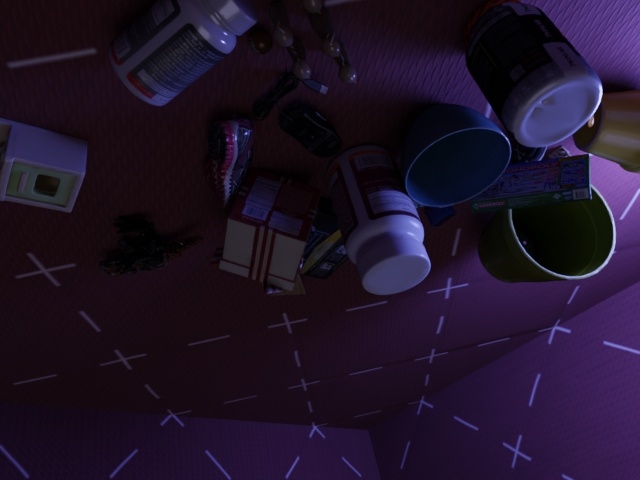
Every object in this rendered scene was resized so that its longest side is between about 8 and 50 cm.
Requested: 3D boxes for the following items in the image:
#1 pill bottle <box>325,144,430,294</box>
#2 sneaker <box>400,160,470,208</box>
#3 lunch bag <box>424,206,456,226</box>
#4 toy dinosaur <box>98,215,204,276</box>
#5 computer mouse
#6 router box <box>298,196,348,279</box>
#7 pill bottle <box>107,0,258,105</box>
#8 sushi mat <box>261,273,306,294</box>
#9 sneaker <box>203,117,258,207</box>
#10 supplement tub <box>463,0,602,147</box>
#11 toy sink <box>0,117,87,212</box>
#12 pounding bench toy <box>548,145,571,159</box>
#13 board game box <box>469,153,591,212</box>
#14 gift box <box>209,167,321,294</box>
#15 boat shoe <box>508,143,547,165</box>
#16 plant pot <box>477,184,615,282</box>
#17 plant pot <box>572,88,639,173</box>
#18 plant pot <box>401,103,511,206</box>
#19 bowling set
[{"bbox_3d":[0.160,-0.060,1.525,0.223,0.392,0.224,-9,144,-7],"label":"pill bottle"},{"bbox_3d":[0.333,-0.155,1.665,0.365,0.150,0.135,-34,139,24],"label":"sneaker"},{"bbox_3d":[0.408,-0.099,1.838,0.098,0.065,0.067,-39,158,33],"label":"lunch bag"},{"bbox_3d":[-0.526,0.025,1.651,0.321,0.164,0.218,-34,158,-4],"label":"toy dinosaur"},{"bbox_3d":[-0.026,-0.330,1.389,0.262,0.060,0.184,27,133,-28],"label":"computer mouse"},{"bbox_3d":[0.000,0.000,1.814,0.242,0.081,0.309,16,134,-34],"label":"router box"},{"bbox_3d":[-0.275,-0.416,1.096,0.283,0.161,0.161,-30,141,20],"label":"pill bottle"},{"bbox_3d":[-0.140,0.147,1.925,0.151,0.019,0.316,-2,159,4],"label":"sushi mat"},{"bbox_3d":[-0.235,-0.198,1.444,0.112,0.121,0.299,-22,156,-30],"label":"sneaker"},{"bbox_3d":[0.463,-0.393,1.232,0.207,0.338,0.207,-10,144,-7],"label":"supplement tub"},{"bbox_3d":[-0.700,-0.176,1.292,0.234,0.131,0.153,13,135,-32],"label":"toy sink"},{"bbox_3d":[0.778,-0.252,1.763,0.052,0.065,0.083,20,132,-39],"label":"pounding bench toy"},{"bbox_3d":[0.612,-0.166,1.577,0.317,0.214,0.046,-6,121,29],"label":"board game box"},{"bbox_3d":[-0.159,-0.011,1.547,0.255,0.276,0.258,21,138,1],"label":"gift box"},{"bbox_3d":[0.629,-0.259,1.688,0.068,0.081,0.228,-8,146,-16],"label":"boat shoe"},{"bbox_3d":[0.718,-0.005,1.838,0.366,0.367,0.353,-5,164,-13],"label":"plant pot"},{"bbox_3d":[0.888,-0.329,1.568,0.238,0.254,0.254,7,141,-3],"label":"plant pot"},{"bbox_3d":[0.344,-0.261,1.489,0.290,0.196,0.290,-10,144,-7],"label":"plant pot"},{"bbox_3d":[-0.048,-0.423,1.171,0.199,0.154,0.287,-26,142,14],"label":"bowling set"}]
